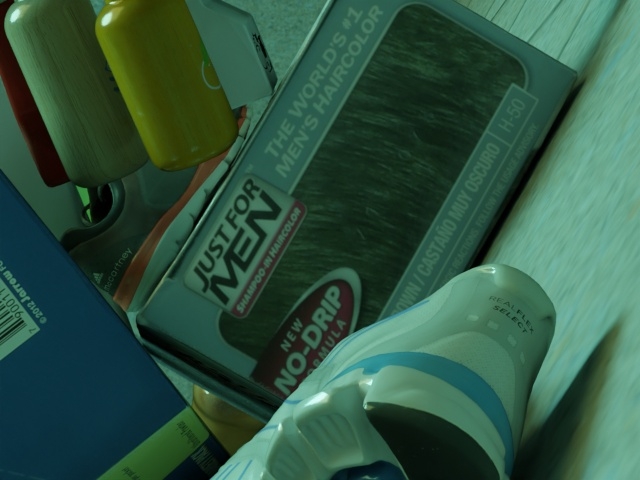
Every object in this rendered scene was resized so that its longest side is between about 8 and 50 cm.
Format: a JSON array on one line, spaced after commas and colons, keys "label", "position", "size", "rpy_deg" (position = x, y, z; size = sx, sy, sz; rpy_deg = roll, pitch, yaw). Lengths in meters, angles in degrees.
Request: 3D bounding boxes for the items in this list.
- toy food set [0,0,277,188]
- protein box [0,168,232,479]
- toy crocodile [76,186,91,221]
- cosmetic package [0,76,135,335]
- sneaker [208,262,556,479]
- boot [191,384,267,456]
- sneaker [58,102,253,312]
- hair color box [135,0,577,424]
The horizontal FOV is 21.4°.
[{"label": "toy food set", "position": [-0.093, -0.096, 0.791], "size": [0.111, 0.105, 0.232], "rpy_deg": [-20, 13, 9]}, {"label": "protein box", "position": [-0.179, 0.077, 0.716], "size": [0.201, 0.200, 0.136], "rpy_deg": [-39, -19, -7]}, {"label": "toy crocodile", "position": [-0.084, -0.003, 1.106], "size": [0.115, 0.105, 0.340], "rpy_deg": [-60, -30, -6]}, {"label": "cosmetic package", "position": [-0.144, 0.016, 0.896], "size": [0.060, 0.239, 0.099], "rpy_deg": [-21, 13, -5]}, {"label": "sneaker", "position": [0.007, 0.069, 0.456], "size": [0.190, 0.071, 0.083], "rpy_deg": [-45, 6, 49]}, {"label": "boot", "position": [-0.083, 0.165, 1.195], "size": [0.152, 0.073, 0.197], "rpy_deg": [-58, -10, -7]}, {"label": "sneaker", "position": [-0.083, -0.034, 0.856], "size": [0.061, 0.065, 0.158], "rpy_deg": [-60, 2, 42]}, {"label": "hair color box", "position": [0.000, 0.000, 0.873], "size": [0.185, 0.113, 0.374], "rpy_deg": [-60, 1, -8]}]
